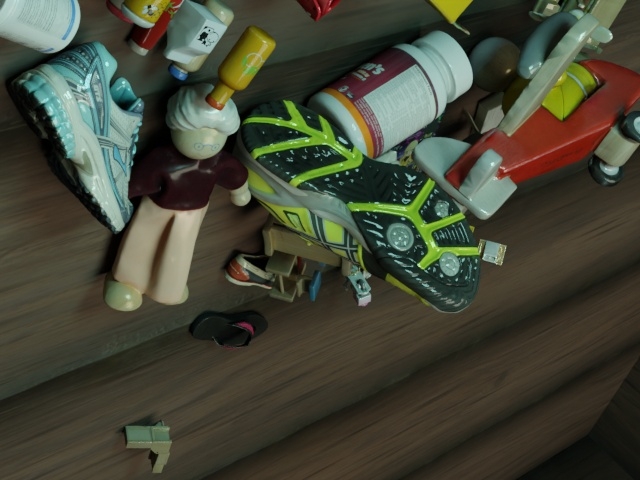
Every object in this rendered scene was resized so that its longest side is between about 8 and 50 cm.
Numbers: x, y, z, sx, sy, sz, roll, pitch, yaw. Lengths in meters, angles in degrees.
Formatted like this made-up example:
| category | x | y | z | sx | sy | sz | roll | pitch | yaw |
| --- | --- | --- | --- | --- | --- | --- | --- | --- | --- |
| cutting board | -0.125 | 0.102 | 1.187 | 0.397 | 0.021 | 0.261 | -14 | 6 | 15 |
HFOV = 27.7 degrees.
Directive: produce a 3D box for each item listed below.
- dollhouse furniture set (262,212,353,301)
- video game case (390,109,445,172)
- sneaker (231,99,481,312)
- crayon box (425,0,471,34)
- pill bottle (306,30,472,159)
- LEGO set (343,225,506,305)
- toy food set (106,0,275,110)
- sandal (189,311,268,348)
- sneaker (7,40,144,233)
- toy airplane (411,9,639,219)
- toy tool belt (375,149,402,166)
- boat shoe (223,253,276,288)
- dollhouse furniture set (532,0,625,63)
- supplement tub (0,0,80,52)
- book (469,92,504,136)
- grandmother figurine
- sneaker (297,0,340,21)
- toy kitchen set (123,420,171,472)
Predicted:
| category | x | y | z | sx | sy | sz | roll | pitch | yaw |
| --- | --- | --- | --- | --- | --- | --- | --- | --- | --- |
| dollhouse furniture set | 0.000 | 0.000 | 1.911 | 0.183 | 0.129 | 0.129 | 87 | 21 | -57 |
| video game case | 0.073 | -0.104 | 2.012 | 0.232 | 0.042 | 0.210 | -22 | 146 | -38 |
| sneaker | 0.050 | -0.037 | 1.746 | 0.145 | 0.385 | 0.147 | -51 | 179 | -30 |
| crayon box | 0.073 | -0.364 | 1.461 | 0.081 | 0.202 | 0.318 | -49 | 155 | 8 |
| pill bottle | 0.099 | -0.200 | 1.820 | 0.221 | 0.121 | 0.121 | -34 | 152 | -21 |
| LEGO set | 0.170 | 0.031 | 2.244 | 0.287 | 0.132 | 0.107 | -13 | 151 | -12 |
| toy food set | -0.162 | -0.223 | 1.426 | 0.104 | 0.111 | 0.232 | -53 | 155 | 16 |
| sandal | -0.141 | 0.148 | 2.071 | 0.067 | 0.040 | 0.179 | -53 | 152 | 16 |
| sneaker | -0.244 | -0.113 | 1.477 | 0.122 | 0.110 | 0.283 | -41 | 154 | -16 |
| toy airplane | 0.290 | -0.183 | 1.965 | 0.386 | 0.272 | 0.384 | -34 | 161 | 17 |
| toy tool belt | 0.077 | -0.090 | 1.827 | 0.083 | 0.052 | 0.051 | -30 | 111 | -13 |
| boat shoe | -0.090 | 0.043 | 1.988 | 0.137 | 0.049 | 0.043 | 6 | 126 | -51 |
| dollhouse furniture set | 0.371 | -0.355 | 2.059 | 0.161 | 0.101 | 0.182 | 9 | 126 | -29 |
| supplement tub | -0.294 | -0.230 | 1.276 | 0.071 | 0.071 | 0.107 | -51 | 153 | 12 |
| book | 0.320 | -0.223 | 2.205 | 0.144 | 0.035 | 0.096 | -30 | 153 | -26 |
| grandmother figurine | -0.177 | -0.057 | 1.654 | 0.208 | 0.104 | 0.342 | -15 | 142 | -36 |
| sneaker | -0.026 | -0.329 | 1.449 | 0.087 | 0.128 | 0.221 | -45 | 154 | 1 |
| toy kitchen set | -0.290 | 0.328 | 2.126 | 0.075 | 0.068 | 0.083 | 3 | 133 | -21 |
